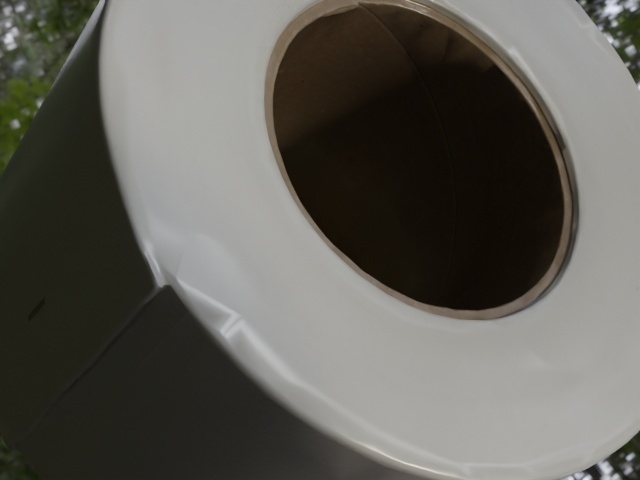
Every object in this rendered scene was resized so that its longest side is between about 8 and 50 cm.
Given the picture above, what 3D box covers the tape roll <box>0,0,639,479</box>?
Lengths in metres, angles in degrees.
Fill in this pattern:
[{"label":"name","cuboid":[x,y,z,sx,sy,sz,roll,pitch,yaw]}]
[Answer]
[{"label":"tape roll","cuboid":[0.000,0.000,0.457,0.246,0.246,0.169,57,-38,7]}]
